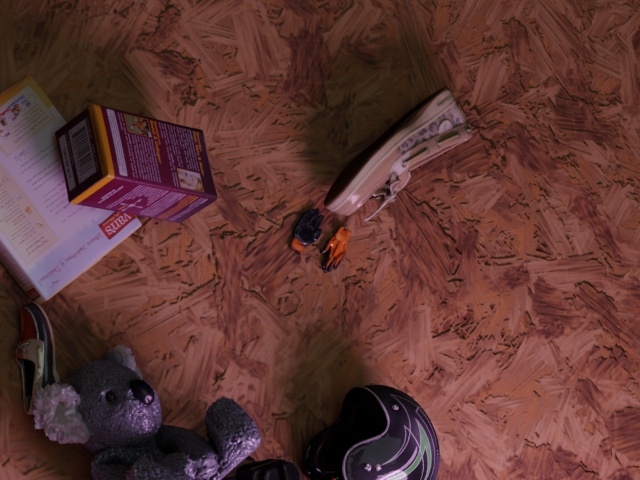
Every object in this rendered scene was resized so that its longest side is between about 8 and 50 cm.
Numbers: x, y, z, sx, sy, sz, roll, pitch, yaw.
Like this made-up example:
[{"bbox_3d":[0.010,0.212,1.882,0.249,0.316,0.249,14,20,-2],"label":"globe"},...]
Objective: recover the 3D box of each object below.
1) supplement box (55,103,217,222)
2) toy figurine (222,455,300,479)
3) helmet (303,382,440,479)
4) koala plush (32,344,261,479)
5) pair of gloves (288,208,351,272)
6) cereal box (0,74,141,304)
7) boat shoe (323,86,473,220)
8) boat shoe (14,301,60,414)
[{"bbox_3d":[-0.230,-0.094,1.905,0.188,0.081,0.104,11,57,-47],"label":"supplement box"},{"bbox_3d":[-0.058,0.388,1.901,0.213,0.148,0.209,34,69,-22],"label":"toy figurine"},{"bbox_3d":[0.077,0.278,1.993,0.161,0.169,0.169,-44,102,-22],"label":"helmet"},{"bbox_3d":[-0.230,0.236,1.821,0.221,0.203,0.196,49,42,5],"label":"koala plush"},{"bbox_3d":[0.000,0.000,2.102,0.083,0.010,0.074,34,65,-17],"label":"pair of gloves"},{"bbox_3d":[-0.357,-0.063,1.882,0.173,0.047,0.240,-41,100,-34],"label":"cereal box"},{"bbox_3d":[0.117,-0.113,2.143,0.285,0.104,0.089,-42,98,-32],"label":"boat shoe"},{"bbox_3d":[-0.348,0.143,1.839,0.043,0.049,0.137,-9,89,-35],"label":"boat shoe"}]
